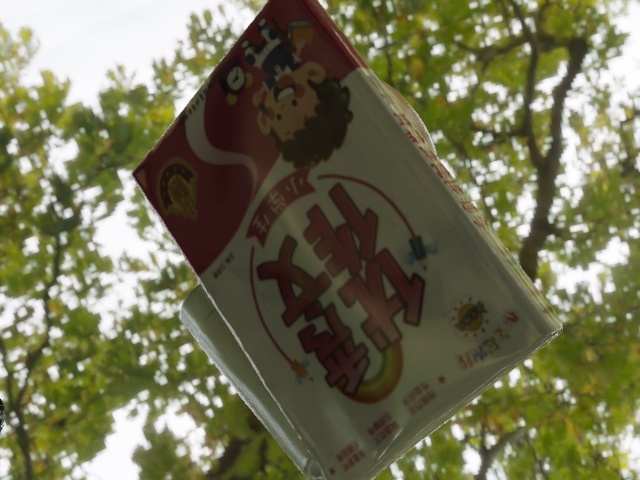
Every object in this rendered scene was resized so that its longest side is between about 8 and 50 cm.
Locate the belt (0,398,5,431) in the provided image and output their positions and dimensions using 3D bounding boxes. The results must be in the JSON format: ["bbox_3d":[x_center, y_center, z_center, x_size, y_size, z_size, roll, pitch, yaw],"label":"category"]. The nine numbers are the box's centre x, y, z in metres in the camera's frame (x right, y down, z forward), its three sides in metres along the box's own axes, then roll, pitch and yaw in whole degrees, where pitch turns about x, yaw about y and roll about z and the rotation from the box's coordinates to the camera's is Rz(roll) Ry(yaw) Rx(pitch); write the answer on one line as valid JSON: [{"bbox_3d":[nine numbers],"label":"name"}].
[{"bbox_3d":[-0.341,0.164,0.947,0.105,0.140,0.058,4,-130,-5],"label":"belt"}]

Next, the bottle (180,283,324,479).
[{"bbox_3d":[-0.043,0.116,0.926,0.072,0.072,0.201,-28,-125,-25],"label":"bottle"}]

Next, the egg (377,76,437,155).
[{"bbox_3d":[0.031,-0.065,1.114,0.201,0.244,0.201,-22,-134,25],"label":"egg"}]

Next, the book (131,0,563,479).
[{"bbox_3d":[0.000,0.000,0.554,0.022,0.232,0.162,-9,149,-53],"label":"book"}]
